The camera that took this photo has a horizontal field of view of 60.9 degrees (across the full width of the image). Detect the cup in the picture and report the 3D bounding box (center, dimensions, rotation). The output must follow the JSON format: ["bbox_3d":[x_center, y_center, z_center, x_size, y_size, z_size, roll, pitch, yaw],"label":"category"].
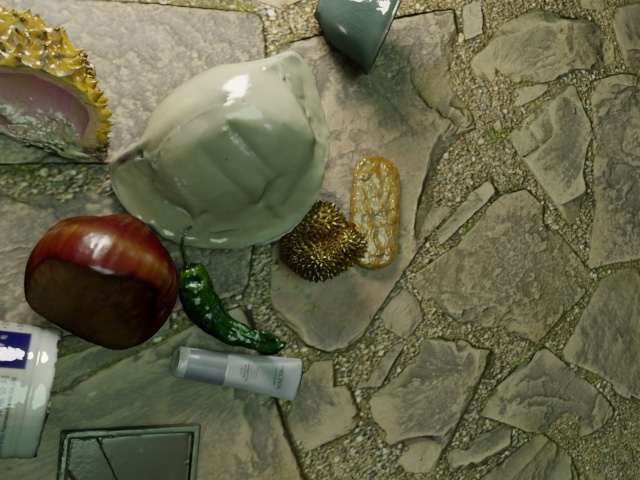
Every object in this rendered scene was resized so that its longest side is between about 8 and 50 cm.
[{"bbox_3d":[0.070,-0.460,1.103,0.150,0.199,0.199,24,76,-4],"label":"cup"}]

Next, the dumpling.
[{"bbox_3d":[-0.150,-0.129,0.938,0.395,0.233,0.316,-30,106,-6],"label":"dumpling"}]

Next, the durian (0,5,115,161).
[{"bbox_3d":[-0.468,-0.279,0.859,0.305,0.185,0.196,15,57,-17],"label":"durian"}]

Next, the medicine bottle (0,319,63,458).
[{"bbox_3d":[-0.546,0.191,0.735,0.332,0.190,0.190,12,82,-26],"label":"medicine bottle"}]

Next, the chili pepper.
[{"bbox_3d":[-0.185,0.117,0.963,0.122,0.065,0.279,-35,109,14],"label":"chili pepper"}]

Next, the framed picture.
[{"bbox_3d":[-0.331,0.475,0.921,0.232,0.024,0.315,7,85,-26],"label":"framed picture"}]

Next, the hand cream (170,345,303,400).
[{"bbox_3d":[-0.147,0.243,1.010,0.255,0.048,0.079,16,79,-26],"label":"hand cream"}]

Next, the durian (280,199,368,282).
[{"bbox_3d":[0.000,0.000,1.057,0.168,0.137,0.158,-29,80,-11],"label":"durian"}]

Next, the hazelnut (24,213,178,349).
[{"bbox_3d":[-0.328,0.057,0.858,0.229,0.229,0.230,2,86,-26],"label":"hazelnut"}]

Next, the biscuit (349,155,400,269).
[{"bbox_3d":[0.119,-0.061,1.171,0.118,0.029,0.247,5,85,-26],"label":"biscuit"}]
